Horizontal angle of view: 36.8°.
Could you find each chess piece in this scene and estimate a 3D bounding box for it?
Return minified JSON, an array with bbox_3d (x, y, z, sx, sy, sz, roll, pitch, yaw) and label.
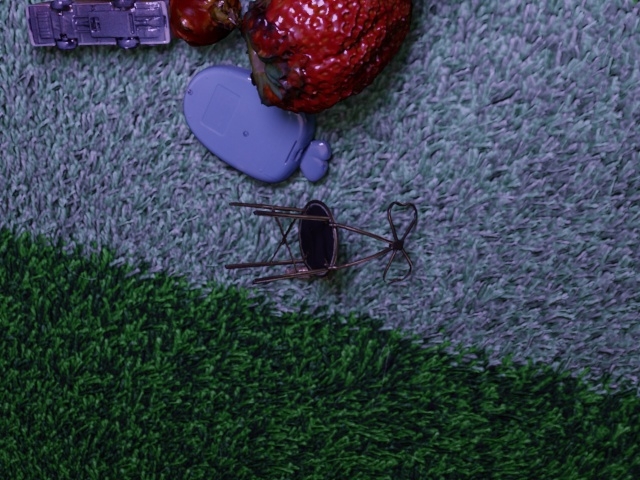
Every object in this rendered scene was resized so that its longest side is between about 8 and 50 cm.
[{"bbox_3d":[-0.024,0.061,1.881,0.092,0.035,0.035,-2,111,20],"label":"chess piece"}]

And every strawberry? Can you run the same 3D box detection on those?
[{"bbox_3d":[0.017,-0.342,1.605,0.288,0.250,0.239,-20,120,-11],"label":"strawberry"}]

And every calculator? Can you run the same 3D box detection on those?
[{"bbox_3d":[-0.117,-0.210,1.790,0.302,0.042,0.188,30,115,5],"label":"calculator"}]

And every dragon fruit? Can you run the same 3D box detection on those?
[{"bbox_3d":[-0.184,-0.387,1.640,0.125,0.246,0.125,-18,115,-15],"label":"dragon fruit"}]

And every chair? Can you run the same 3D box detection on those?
[{"bbox_3d":[0.000,0.000,1.794,0.325,0.170,0.160,-4,102,-28],"label":"chair"}]

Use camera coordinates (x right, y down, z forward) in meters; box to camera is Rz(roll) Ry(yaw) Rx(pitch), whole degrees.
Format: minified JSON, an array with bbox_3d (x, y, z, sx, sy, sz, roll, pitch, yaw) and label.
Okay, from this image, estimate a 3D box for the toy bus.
[{"bbox_3d":[-0.393,-0.400,1.752,0.268,0.106,0.092,1,111,12],"label":"toy bus"}]
